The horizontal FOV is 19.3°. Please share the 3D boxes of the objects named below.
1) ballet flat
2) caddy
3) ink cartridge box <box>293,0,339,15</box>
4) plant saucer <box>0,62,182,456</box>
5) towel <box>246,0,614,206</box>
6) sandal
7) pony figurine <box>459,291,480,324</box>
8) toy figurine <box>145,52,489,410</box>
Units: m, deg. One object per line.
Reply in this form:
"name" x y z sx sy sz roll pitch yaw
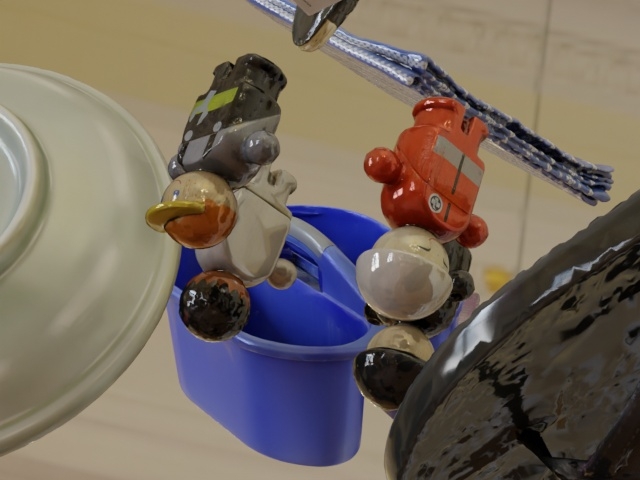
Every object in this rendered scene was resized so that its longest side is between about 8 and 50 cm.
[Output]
"ballet flat" 0.034 -0.209 1.411 0.057 0.173 0.049 12 -25 48
"caddy" -0.012 0.065 1.794 0.341 0.241 0.179 30 -50 51
"ink cartridge box" 0.030 -0.223 1.224 0.135 0.099 0.056 -24 -38 26
"plant saucer" -0.312 -0.010 1.460 0.400 0.400 0.100 3 -36 11
"towel" 0.097 -0.134 1.651 0.243 0.040 0.336 31 3 40
"sandal" 0.222 0.028 0.900 0.445 0.107 0.167 -34 -39 13
"pony figurine" 0.274 0.242 2.090 0.302 0.351 0.363 0 -7 19
"toy figurine" 0.000 0.000 1.215 0.209 0.148 0.213 15 -26 6
